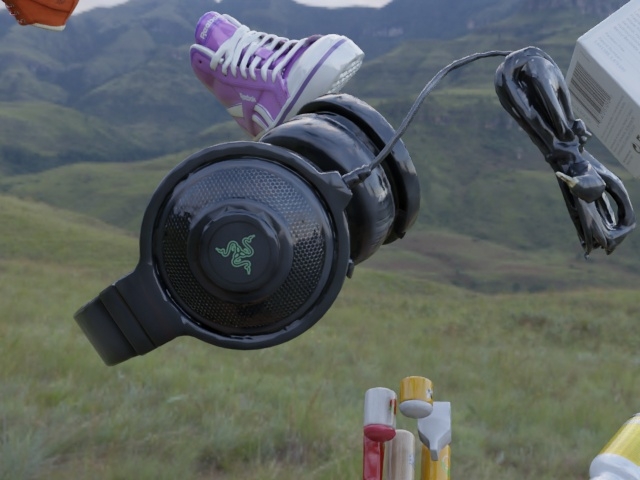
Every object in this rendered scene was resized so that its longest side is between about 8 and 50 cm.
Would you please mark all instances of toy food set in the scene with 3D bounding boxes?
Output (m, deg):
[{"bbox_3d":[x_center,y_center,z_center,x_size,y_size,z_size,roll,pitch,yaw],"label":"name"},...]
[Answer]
[{"bbox_3d":[0.108,0.267,0.925,0.111,0.104,0.232,-1,-36,11],"label":"toy food set"}]

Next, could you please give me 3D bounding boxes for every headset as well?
[{"bbox_3d":[0.000,0.000,0.526,0.394,0.185,0.243,-30,6,35],"label":"headset"}]

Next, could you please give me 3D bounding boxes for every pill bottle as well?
[{"bbox_3d":[0.497,0.365,1.180,0.184,0.103,0.103,-31,23,-34],"label":"pill bottle"}]

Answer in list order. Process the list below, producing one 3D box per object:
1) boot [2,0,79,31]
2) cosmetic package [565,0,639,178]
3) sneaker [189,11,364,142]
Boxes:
[{"bbox_3d":[-0.355,-0.287,0.852,0.158,0.084,0.059,3,44,-44],"label":"boot"},{"bbox_3d":[0.412,-0.201,0.871,0.184,0.151,0.151,-36,-18,1],"label":"cosmetic package"},{"bbox_3d":[-0.067,-0.184,0.785,0.161,0.102,0.282,45,-18,-12],"label":"sneaker"}]
